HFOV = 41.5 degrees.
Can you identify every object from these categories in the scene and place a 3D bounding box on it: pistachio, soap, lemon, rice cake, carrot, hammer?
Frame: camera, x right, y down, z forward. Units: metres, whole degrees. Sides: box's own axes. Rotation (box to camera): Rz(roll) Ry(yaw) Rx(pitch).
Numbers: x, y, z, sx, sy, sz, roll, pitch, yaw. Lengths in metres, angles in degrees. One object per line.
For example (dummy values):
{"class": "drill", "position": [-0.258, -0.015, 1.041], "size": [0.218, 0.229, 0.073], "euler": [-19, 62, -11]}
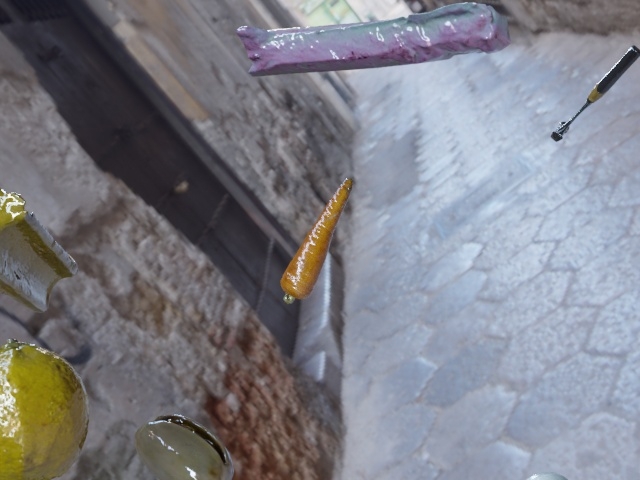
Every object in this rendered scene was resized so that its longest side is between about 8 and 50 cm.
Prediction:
{"class": "pistachio", "position": [-0.255, 0.409, 1.588], "size": [0.131, 0.206, 0.129], "euler": [-61, -20, 5]}
{"class": "soap", "position": [-0.624, -0.025, 1.543], "size": [0.156, 0.293, 0.335], "euler": [-58, -9, -15]}
{"class": "lemon", "position": [-0.440, 0.258, 1.249], "size": [0.192, 0.231, 0.192], "euler": [-4, 0, 0]}
{"class": "rice cake", "position": [0.047, -0.207, 0.881], "size": [0.290, 0.051, 0.081], "euler": [0, -12, 23]}
{"class": "carrot", "position": [0.000, 0.000, 1.518], "size": [0.257, 0.061, 0.061], "euler": [-62, 15, -5]}
{"class": "hammer", "position": [0.435, -0.229, 1.345], "size": [0.078, 0.021, 0.201], "euler": [-41, -9, -49]}

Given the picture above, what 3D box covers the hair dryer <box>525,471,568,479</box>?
{"class": "hair dryer", "position": [0.222, 0.218, 0.636], "size": [0.082, 0.137, 0.047], "euler": [-106, 22, -57]}
